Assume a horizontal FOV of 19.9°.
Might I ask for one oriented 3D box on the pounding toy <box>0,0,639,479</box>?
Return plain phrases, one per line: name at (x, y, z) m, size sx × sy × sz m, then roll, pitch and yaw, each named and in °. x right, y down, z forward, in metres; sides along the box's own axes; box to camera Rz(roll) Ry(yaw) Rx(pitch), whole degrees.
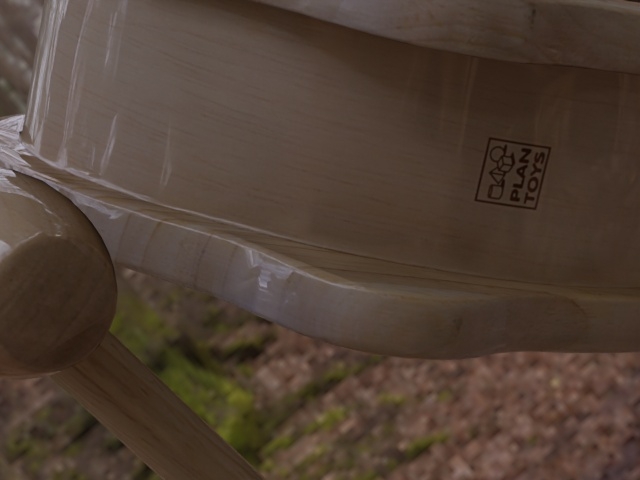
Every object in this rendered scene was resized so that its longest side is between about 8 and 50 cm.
pounding toy at (0.000, 0.000, 0.439) m, size 0.269 × 0.154 × 0.154 m, roll 2°, pitch -74°, yaw -40°
